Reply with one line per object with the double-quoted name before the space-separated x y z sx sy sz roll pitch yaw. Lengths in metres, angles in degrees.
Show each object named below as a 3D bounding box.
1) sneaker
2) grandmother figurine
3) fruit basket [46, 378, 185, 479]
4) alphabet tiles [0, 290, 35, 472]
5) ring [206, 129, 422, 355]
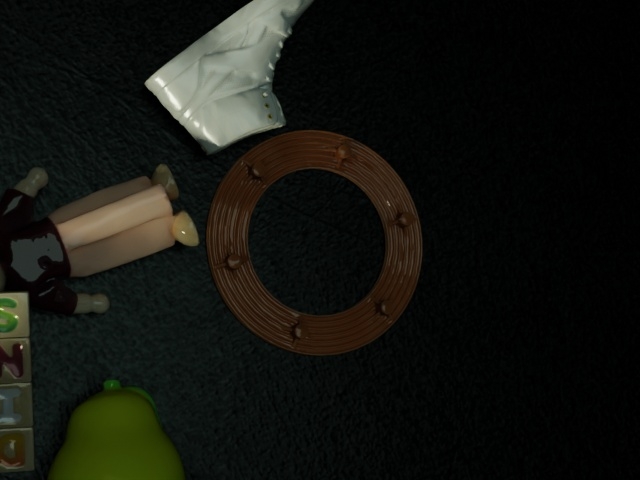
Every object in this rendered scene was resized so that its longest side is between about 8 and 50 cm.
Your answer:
"sneaker" -0.086 -0.246 1.402 0.292 0.108 0.169 -40 98 -11
"grandmother figurine" -0.343 0.005 1.271 0.342 0.104 0.208 -25 83 -24
"fruit basket" -0.259 0.379 1.202 0.391 0.283 0.392 13 36 -9
"alphabet tiles" -0.495 0.179 1.178 0.285 0.011 0.343 -1 98 -13
"ring" 0.000 0.000 1.430 0.336 0.032 0.337 3 81 -20
